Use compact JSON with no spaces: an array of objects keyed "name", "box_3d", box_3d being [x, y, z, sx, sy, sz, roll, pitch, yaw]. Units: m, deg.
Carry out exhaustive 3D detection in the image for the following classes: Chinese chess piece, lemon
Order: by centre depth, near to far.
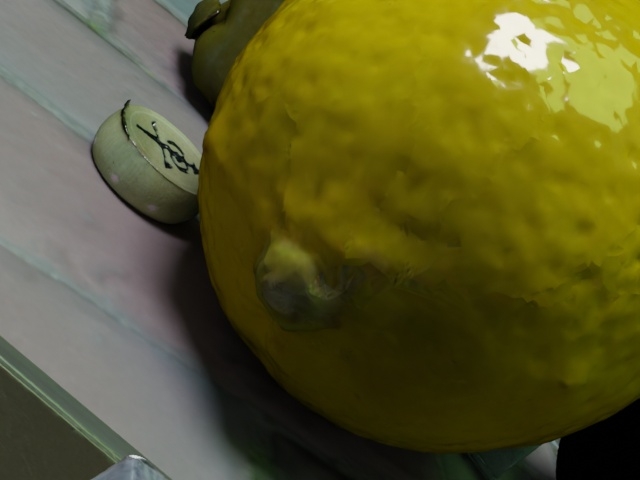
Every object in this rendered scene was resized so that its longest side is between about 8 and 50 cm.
[{"name":"lemon","box_3d":[0.091,-0.030,0.669,0.336,0.336,0.336,40,20,-18]},{"name":"Chinese chess piece","box_3d":[-0.105,-0.049,0.715,0.084,0.034,0.084,41,20,-19]}]

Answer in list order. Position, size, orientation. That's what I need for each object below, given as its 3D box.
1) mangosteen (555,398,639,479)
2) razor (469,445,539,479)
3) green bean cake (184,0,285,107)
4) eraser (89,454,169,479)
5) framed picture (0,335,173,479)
[{"name":"mangosteen","box_3d":[0.317,0.147,0.805,0.275,0.302,0.275,22,7,-3]},{"name":"razor","box_3d":[0.155,0.120,0.896,0.106,0.068,0.232,54,16,18]},{"name":"green bean cake","box_3d":[0.074,-0.169,0.954,0.310,0.285,0.202,41,15,-20]},{"name":"eraser","box_3d":[-0.052,0.173,0.334,0.092,0.046,0.212,49,20,-30]},{"name":"framed picture","box_3d":[-0.160,0.073,0.394,0.252,0.014,0.197,43,20,-11]}]
